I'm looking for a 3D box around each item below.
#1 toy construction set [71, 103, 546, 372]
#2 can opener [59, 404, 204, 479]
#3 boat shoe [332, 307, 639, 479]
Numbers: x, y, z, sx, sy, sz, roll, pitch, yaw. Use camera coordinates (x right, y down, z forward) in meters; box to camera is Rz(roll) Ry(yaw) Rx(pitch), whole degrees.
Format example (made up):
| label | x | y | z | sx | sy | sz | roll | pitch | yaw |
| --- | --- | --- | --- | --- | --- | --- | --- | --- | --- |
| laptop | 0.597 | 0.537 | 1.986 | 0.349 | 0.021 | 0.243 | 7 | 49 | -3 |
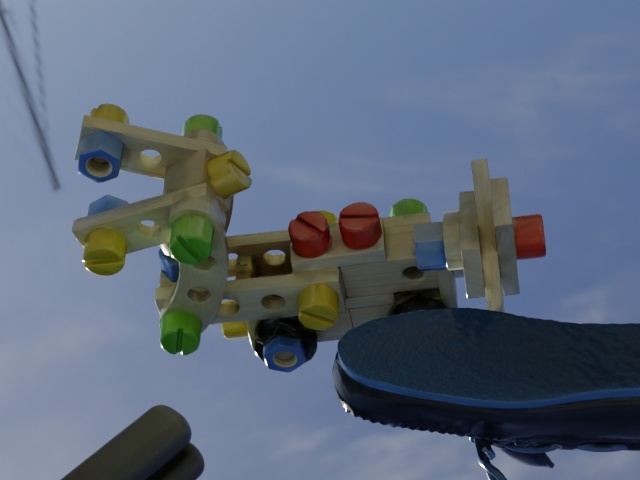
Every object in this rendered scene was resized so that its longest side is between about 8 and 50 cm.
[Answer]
| label | x | y | z | sx | sy | sz | roll | pitch | yaw |
| --- | --- | --- | --- | --- | --- | --- | --- | --- | --- |
| toy construction set | 0.000 | 0.000 | 1.001 | 0.327 | 0.215 | 0.151 | 4 | -134 | 17 |
| can opener | -0.190 | 0.241 | 1.067 | 0.283 | 0.076 | 0.095 | -38 | -137 | -25 |
| boat shoe | 0.132 | 0.105 | 0.862 | 0.258 | 0.089 | 0.109 | 6 | -146 | -8 |
